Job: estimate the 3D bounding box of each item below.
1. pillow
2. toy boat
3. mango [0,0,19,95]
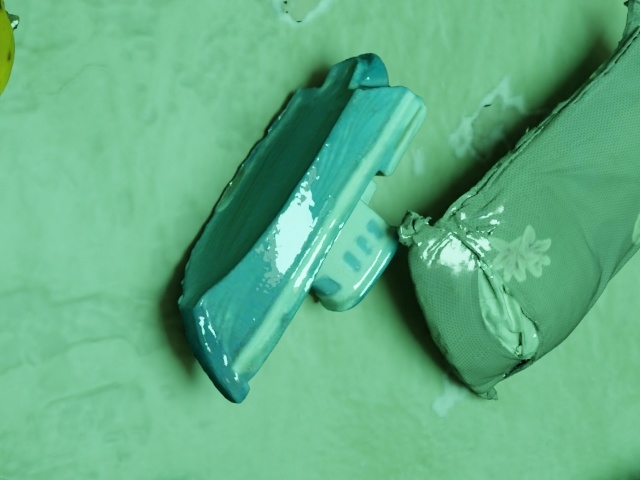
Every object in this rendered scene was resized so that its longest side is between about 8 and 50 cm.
[{"bbox_3d":[0.157,-0.021,1.060,0.255,0.059,0.169,-44,127,-22],"label":"pillow"},{"bbox_3d":[0.000,0.000,0.992,0.102,0.088,0.215,40,72,-24],"label":"toy boat"},{"bbox_3d":[-0.244,-0.117,0.875,0.178,0.090,0.115,18,90,-17],"label":"mango"}]
